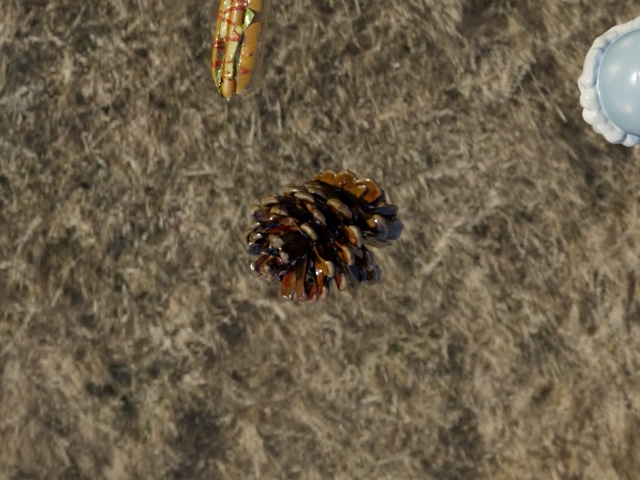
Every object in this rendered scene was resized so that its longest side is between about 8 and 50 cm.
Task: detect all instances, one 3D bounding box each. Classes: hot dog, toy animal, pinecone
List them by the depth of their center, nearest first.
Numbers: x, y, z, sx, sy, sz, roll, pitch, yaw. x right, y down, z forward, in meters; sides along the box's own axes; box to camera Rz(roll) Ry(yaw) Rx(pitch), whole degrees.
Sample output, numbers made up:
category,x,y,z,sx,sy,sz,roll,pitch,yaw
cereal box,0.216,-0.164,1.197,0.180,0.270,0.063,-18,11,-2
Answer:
category,x,y,z,sx,sy,sz,roll,pitch,yaw
pinecone,0.000,-0.004,1.271,0.195,0.150,0.179,-15,177,-38
toy animal,0.516,-0.242,1.695,0.204,0.156,0.208,-11,113,52
hot dog,-0.144,-0.365,1.843,0.076,0.104,0.250,-12,119,-56
